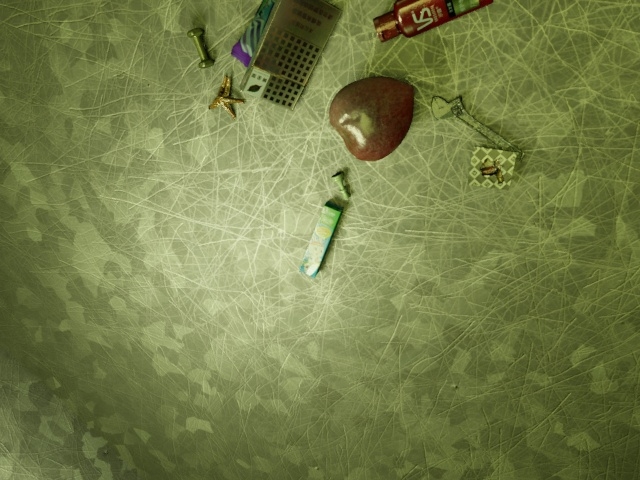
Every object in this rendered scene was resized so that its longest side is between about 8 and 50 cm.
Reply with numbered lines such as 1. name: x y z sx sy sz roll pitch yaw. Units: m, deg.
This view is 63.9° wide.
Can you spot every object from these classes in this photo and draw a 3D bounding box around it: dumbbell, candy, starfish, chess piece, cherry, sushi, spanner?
1. dumbbell: -0.372 -0.596 1.595 0.046 0.052 0.118 12 124 59
2. candy: -0.154 -0.615 1.523 0.145 0.070 0.275 40 112 3
3. starfish: -0.316 -0.445 1.648 0.130 0.041 0.133 -20 105 22
4. chess piece: 0.070 -0.172 1.663 0.042 0.042 0.093 -17 113 20
5. cherry: 0.153 -0.360 1.485 0.239 0.206 0.240 1 86 -11
6. sushi: 0.511 -0.218 1.536 0.126 0.026 0.120 10 117 15
7. spanner: 0.462 -0.328 1.504 0.325 0.026 0.093 34 117 -2

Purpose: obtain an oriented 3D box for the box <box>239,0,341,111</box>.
1. box: -0.091 -0.555 1.495 0.180 0.047 0.325 14 119 -30

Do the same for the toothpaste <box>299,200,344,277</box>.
1. toothpaste: 0.000 0.000 1.742 0.065 0.050 0.267 25 115 7

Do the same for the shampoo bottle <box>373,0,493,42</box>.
1. shampoo bottle: 0.299 -0.629 1.383 0.314 0.076 0.118 -17 150 20
